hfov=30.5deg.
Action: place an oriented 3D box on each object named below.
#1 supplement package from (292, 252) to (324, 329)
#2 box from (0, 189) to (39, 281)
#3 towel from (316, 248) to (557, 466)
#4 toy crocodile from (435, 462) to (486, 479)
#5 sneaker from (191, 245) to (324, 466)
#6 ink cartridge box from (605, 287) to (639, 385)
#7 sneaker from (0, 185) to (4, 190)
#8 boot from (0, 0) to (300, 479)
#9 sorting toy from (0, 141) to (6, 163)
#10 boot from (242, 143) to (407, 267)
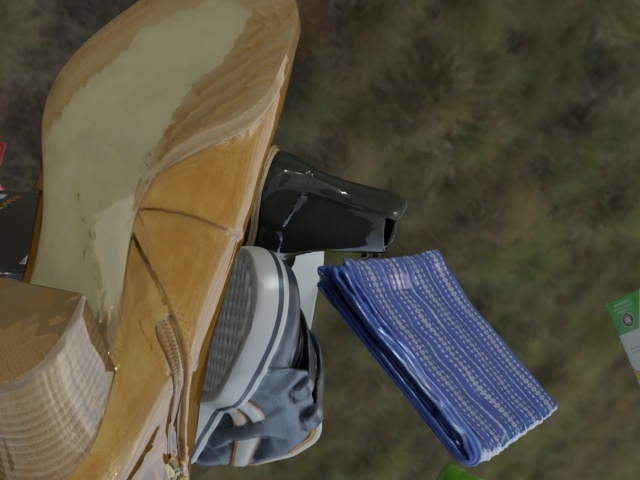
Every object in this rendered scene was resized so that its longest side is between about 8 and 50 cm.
[{"bbox_3d":[-0.153,0.029,1.368,0.198,0.199,0.263,32,139,-28],"label":"supplement package"},{"bbox_3d":[-0.320,0.012,0.951,0.295,0.293,0.073,-85,178,-77],"label":"box"},{"bbox_3d":[0.137,0.108,1.238,0.040,0.243,0.336,-43,165,19],"label":"towel"},{"bbox_3d":[0.155,0.351,1.369,0.105,0.115,0.340,-60,176,-32],"label":"toy crocodile"},{"bbox_3d":[-0.050,0.105,1.009,0.127,0.126,0.321,6,151,-17],"label":"sneaker"},{"bbox_3d":[0.485,0.151,1.520,0.093,0.212,0.154,-14,168,-27],"label":"ink cartridge box"},{"bbox_3d":[-0.453,-0.082,1.379,0.314,0.136,0.116,47,57,-54],"label":"sneaker"},{"bbox_3d":[-0.087,0.020,0.616,0.211,0.104,0.295,86,25,-53],"label":"boot"},{"bbox_3d":[-0.554,-0.043,1.723,0.132,0.046,0.274,11,94,-41],"label":"sorting toy"},{"bbox_3d":[0.000,0.000,0.992,0.198,0.137,0.077,85,25,-68],"label":"boot"}]
